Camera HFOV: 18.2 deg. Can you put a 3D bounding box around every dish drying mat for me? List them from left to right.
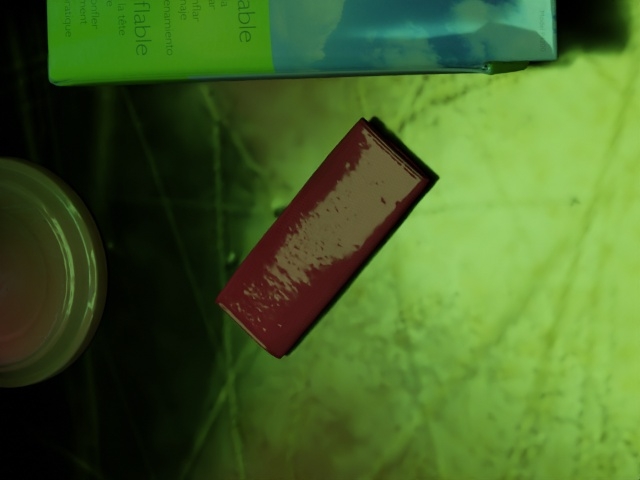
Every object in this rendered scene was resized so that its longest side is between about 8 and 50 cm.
[{"bbox_3d":[0.000,0.000,0.665,0.032,0.008,0.083,44,110,13],"label":"dish drying mat"}]

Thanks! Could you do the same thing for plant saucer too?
[{"bbox_3d":[-0.115,0.012,0.716,0.083,0.013,0.083,2,96,24],"label":"plant saucer"}]

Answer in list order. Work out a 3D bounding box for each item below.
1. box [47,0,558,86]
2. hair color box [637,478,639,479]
[{"bbox_3d":[-0.005,-0.105,0.636,0.178,0.042,0.109,0,95,25],"label":"box"},{"bbox_3d":[0.145,0.143,0.561,0.185,0.110,0.339,49,114,13],"label":"hair color box"}]
